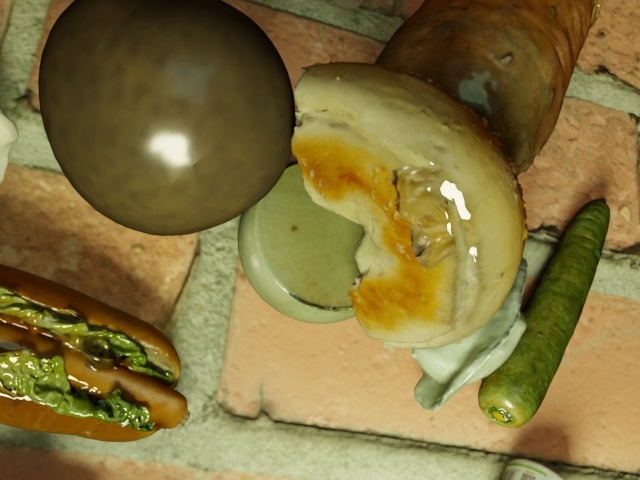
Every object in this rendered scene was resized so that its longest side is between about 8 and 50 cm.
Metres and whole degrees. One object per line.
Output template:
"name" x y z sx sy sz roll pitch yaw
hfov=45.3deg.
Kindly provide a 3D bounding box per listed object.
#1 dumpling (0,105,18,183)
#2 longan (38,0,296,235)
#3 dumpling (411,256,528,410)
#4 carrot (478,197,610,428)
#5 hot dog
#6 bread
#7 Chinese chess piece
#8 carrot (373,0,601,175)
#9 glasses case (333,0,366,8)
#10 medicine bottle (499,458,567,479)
"dumpling" -0.442 -0.069 0.698 0.318 0.187 0.243 -40 129 -18
"longan" -0.150 -0.132 0.758 0.258 0.258 0.258 7 70 -19
"dumpling" 0.182 0.103 0.865 0.108 0.153 0.219 47 58 -32
"carrot" 0.293 0.076 0.958 0.074 0.074 0.358 38 61 -5
"hot dog" -0.265 0.097 0.691 0.337 0.100 0.135 25 66 -24
"bread" 0.103 -0.046 0.743 0.171 0.192 0.314 -39 110 -37
"Chinese chess piece" 0.000 0.000 0.866 0.188 0.083 0.188 6 74 -20
"carrot" 0.194 -0.211 0.936 0.224 0.224 0.340 35 56 -7
"glasses case" -0.013 -0.403 0.991 0.059 0.092 0.233 -41 91 -30
"medicine bottle" 0.204 0.334 0.824 0.086 0.086 0.183 39 63 -5
